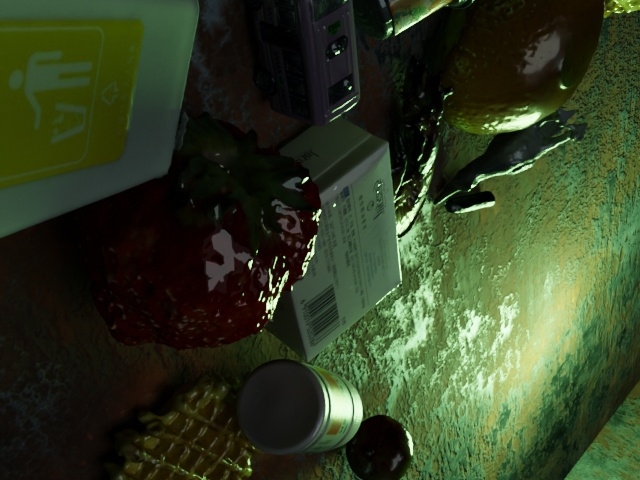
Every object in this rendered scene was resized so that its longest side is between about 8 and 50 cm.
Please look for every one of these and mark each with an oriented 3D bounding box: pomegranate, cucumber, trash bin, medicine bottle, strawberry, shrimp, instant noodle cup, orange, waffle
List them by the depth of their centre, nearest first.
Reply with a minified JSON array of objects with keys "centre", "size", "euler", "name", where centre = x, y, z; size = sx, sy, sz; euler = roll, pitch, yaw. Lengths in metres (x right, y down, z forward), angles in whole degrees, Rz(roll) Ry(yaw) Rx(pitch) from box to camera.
[{"centre":[-0.289,-0.129,0.590],"size":[0.367,0.295,0.256],"euler":[-25,133,-58],"name":"trash bin"},{"centre":[-0.142,0.007,0.877],"size":[0.257,0.257,0.277],"euler":[-14,142,-46],"name":"strawberry"},{"centre":[0.083,-0.321,0.973],"size":[0.125,0.178,0.208],"euler":[-36,173,-6],"name":"instant noodle cup"},{"centre":[-0.194,0.319,1.173],"size":[0.283,0.065,0.310],"euler":[-21,127,-45],"name":"waffle"},{"centre":[0.119,-0.118,1.220],"size":[0.178,0.075,0.289],"euler":[-51,157,-41],"name":"shrimp"},{"centre":[-0.024,0.252,1.230],"size":[0.133,0.133,0.249],"euler":[-57,160,-4],"name":"medicine bottle"},{"centre":[0.321,-0.307,1.278],"size":[0.335,0.196,0.263],"euler":[-53,159,-21],"name":"orange"},{"centre":[0.268,-0.068,1.489],"size":[0.133,0.032,0.032],"euler":[-12,123,-45],"name":"cucumber"},{"centre":[0.124,0.390,1.565],"size":[0.159,0.129,0.130],"euler":[-24,133,-49],"name":"pomegranate"}]

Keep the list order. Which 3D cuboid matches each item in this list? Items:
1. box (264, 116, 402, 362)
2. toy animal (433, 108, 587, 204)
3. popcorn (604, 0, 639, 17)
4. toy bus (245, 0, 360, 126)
[{"centre":[-0.002,-0.001,1.126],"size":[0.203,0.116,0.274],"euler":[-39,141,-24],"name":"box"},{"centre":[0.368,-0.177,1.428],"size":[0.367,0.205,0.081],"euler":[-34,95,-30],"name":"toy animal"},{"centre":[0.524,-0.467,1.418],"size":[0.180,0.170,0.180],"euler":[-49,147,-47],"name":"popcorn"},{"centre":[-0.016,-0.236,0.943],"size":[0.096,0.108,0.199],"euler":[-37,140,-29],"name":"toy bus"}]
